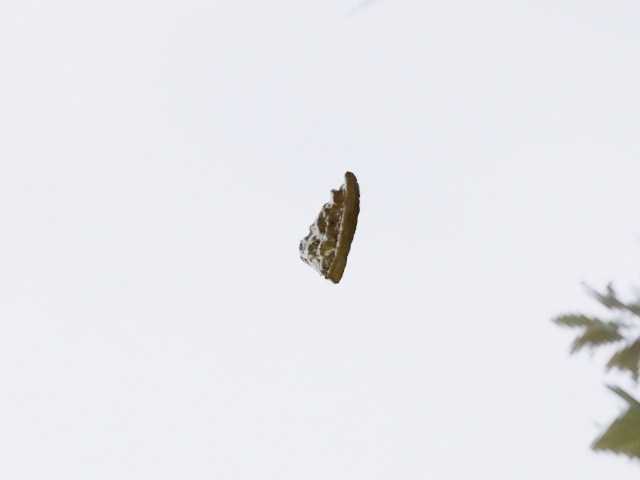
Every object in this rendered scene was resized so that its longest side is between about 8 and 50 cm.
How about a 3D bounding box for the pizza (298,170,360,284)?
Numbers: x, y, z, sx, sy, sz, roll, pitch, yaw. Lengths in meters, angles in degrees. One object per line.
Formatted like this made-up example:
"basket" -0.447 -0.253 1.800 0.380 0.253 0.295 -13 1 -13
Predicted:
"pizza" 0.000 0.000 1.622 0.026 0.108 0.123 24 -123 -21
